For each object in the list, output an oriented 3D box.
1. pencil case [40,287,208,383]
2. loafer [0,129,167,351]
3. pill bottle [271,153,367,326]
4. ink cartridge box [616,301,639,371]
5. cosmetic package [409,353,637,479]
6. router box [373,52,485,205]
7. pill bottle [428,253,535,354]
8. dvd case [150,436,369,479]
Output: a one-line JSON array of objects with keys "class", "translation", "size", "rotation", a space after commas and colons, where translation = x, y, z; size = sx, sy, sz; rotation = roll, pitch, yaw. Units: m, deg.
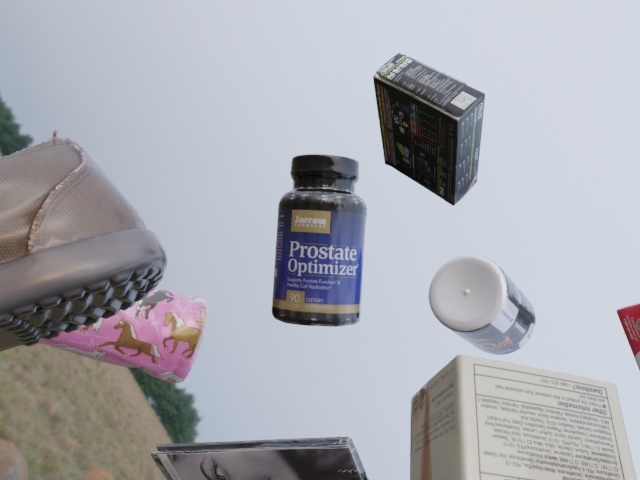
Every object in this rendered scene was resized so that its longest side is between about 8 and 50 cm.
[{"class": "pencil case", "translation": [-0.372, 0.116, 0.841], "size": [0.160, 0.386, 0.167], "rotation": [-66, -160, 13]}, {"class": "loafer", "translation": [-0.283, 0.025, 0.298], "size": [0.134, 0.366, 0.130], "rotation": [-44, -113, 56]}, {"class": "pill bottle", "translation": [0.000, 0.000, 0.718], "size": [0.123, 0.122, 0.219], "rotation": [0, -93, 63]}, {"class": "ink cartridge box", "translation": [0.875, 0.217, 1.185], "size": [0.306, 0.131, 0.226], "rotation": [-29, -113, 41]}, {"class": "cosmetic package", "translation": [0.156, 0.259, 0.411], "size": [0.153, 0.296, 0.129], "rotation": [13, -36, -5]}, {"class": "router box", "translation": [0.099, -0.099, 0.486], "size": [0.092, 0.038, 0.122], "rotation": [37, -17, 28]}, {"class": "pill bottle", "translation": [0.294, 0.124, 0.920], "size": [0.130, 0.130, 0.245], "rotation": [36, 2, 42]}, {"class": "dvd case", "translation": [-0.049, 0.269, 0.547], "size": [0.221, 0.018, 0.164], "rotation": [-10, -63, 21]}]
